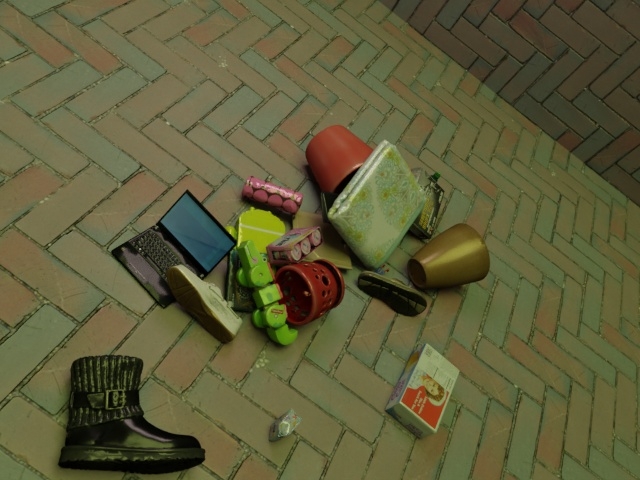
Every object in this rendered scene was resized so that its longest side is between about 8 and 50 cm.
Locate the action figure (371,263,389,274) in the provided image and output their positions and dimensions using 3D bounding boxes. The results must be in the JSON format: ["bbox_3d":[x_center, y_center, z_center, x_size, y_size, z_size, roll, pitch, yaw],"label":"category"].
[{"bbox_3d":[0.201,0.126,2.044,0.115,0.030,0.038,-26,69,-36],"label":"action figure"}]

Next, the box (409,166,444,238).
[{"bbox_3d":[0.405,-0.149,2.248,0.183,0.056,0.231,38,63,-37],"label":"box"}]

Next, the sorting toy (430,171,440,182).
[{"bbox_3d":[0.388,-0.226,2.343,0.365,0.126,0.127,-22,72,-39],"label":"sorting toy"}]

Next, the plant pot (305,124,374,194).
[{"bbox_3d":[0.084,-0.289,2.128,0.274,0.275,0.243,-15,59,-38],"label":"plant pot"}]

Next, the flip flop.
[{"bbox_3d":[0.261,0.177,2.003,0.277,0.112,0.080,26,34,-6],"label":"flip flop"}]

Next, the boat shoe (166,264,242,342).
[{"bbox_3d":[-0.333,0.169,1.624,0.277,0.098,0.096,54,40,-16],"label":"boat shoe"}]

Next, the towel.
[{"bbox_3d":[0.209,-0.124,1.999,0.375,0.090,0.320,-54,129,-16],"label":"towel"}]

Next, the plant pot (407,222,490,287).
[{"bbox_3d":[0.466,0.086,2.124,0.254,0.237,0.237,-20,69,-23],"label":"plant pot"}]

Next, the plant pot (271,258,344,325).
[{"bbox_3d":[-0.033,0.157,1.777,0.174,0.191,0.191,-14,66,-48],"label":"plant pot"}]

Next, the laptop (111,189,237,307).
[{"bbox_3d":[-0.430,0.020,1.662,0.234,0.136,0.264,45,47,6],"label":"laptop"}]

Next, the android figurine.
[{"bbox_3d":[-0.204,0.008,1.861,0.248,0.056,0.273,11,57,-23],"label":"android figurine"}]

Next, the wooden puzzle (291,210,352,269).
[{"bbox_3d":[0.000,0.000,2.007,0.220,0.044,0.239,11,49,-24],"label":"wooden puzzle"}]

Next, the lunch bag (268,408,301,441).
[{"bbox_3d":[-0.104,0.516,1.549,0.053,0.071,0.083,45,48,2],"label":"lunch bag"}]

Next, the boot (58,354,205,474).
[{"bbox_3d":[-0.446,0.419,1.370,0.347,0.131,0.260,13,52,-23],"label":"boot"}]

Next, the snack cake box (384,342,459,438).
[{"bbox_3d":[0.337,0.488,1.826,0.152,0.089,0.264,41,47,-2],"label":"snack cake box"}]

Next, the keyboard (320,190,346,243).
[{"bbox_3d":[0.105,-0.067,2.048,0.317,0.033,0.202,6,70,-53],"label":"keyboard"}]

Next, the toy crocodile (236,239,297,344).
[{"bbox_3d":[-0.165,0.158,1.684,0.105,0.115,0.341,-22,92,-32],"label":"toy crocodile"}]

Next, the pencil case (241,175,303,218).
[{"bbox_3d":[-0.169,-0.155,1.960,0.209,0.098,0.095,21,93,-4],"label":"pencil case"}]

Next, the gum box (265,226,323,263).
[{"bbox_3d":[-0.084,0.017,1.808,0.188,0.107,0.062,-37,118,-54],"label":"gum box"}]

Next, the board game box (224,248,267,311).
[{"bbox_3d":[-0.231,0.126,1.737,0.126,0.026,0.186,9,76,-26],"label":"board game box"}]
